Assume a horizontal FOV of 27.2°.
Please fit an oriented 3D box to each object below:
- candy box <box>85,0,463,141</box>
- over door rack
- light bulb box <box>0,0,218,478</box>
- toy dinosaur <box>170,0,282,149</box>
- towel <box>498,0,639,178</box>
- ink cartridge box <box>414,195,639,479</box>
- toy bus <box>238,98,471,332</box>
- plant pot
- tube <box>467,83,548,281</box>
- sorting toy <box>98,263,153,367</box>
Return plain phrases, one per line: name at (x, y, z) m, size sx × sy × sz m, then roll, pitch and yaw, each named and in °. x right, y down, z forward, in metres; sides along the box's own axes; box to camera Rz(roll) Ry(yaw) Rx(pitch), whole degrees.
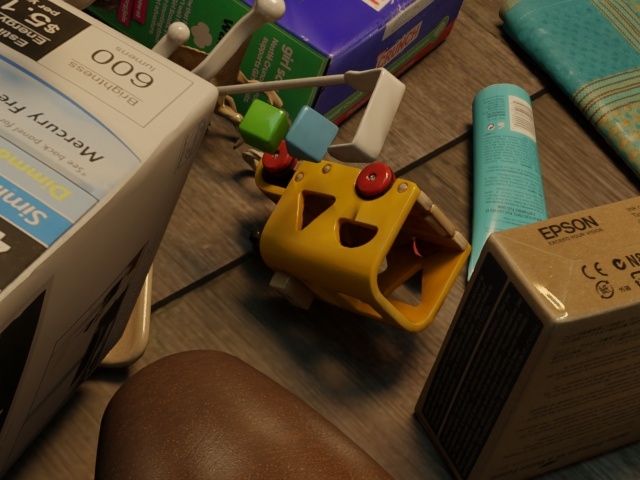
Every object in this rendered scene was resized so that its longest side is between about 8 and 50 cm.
candy box at (-0.054, -0.255, 1.197) m, size 0.317 × 0.122 × 0.268 m, roll 35°, pitch 46°, yaw 16°
over door rack at (-0.107, -0.170, 0.848) m, size 0.239 × 0.108 × 0.324 m, roll 32°, pitch -6°, yaw -35°
light bulb box at (-0.306, -0.009, 0.702) m, size 0.358 × 0.225 × 0.361 m, roll 29°, pitch 35°, yaw 4°
toy dinosaur at (-0.079, -0.125, 1.055) m, size 0.092 × 0.183 × 0.053 m, roll 46°, pitch 58°, yaw -12°
towel at (0.372, -0.128, 1.281) m, size 0.271 × 0.040 × 0.370 m, roll -16°, pitch 57°, yaw -29°
ink cartridge box at (0.202, 0.065, 0.931) m, size 0.235 × 0.193 × 0.088 m, roll -13°, pitch 51°, yaw -29°
toy bus at (0.006, 0.000, 0.985) m, size 0.191 × 0.202 × 0.104 m, roll 30°, pitch 76°, yaw 0°
plant pot at (-0.046, 0.174, 0.760) m, size 0.215 × 0.215 × 0.230 m, roll -7°, pitch 37°, yaw -24°
tube at (0.160, -0.043, 1.124) m, size 0.080 × 0.052 × 0.207 m, roll 7°, pitch 52°, yaw -6°
sorting toy at (-0.234, -0.056, 0.968) m, size 0.229 × 0.041 × 0.307 m, roll 6°, pitch 60°, yaw -12°
